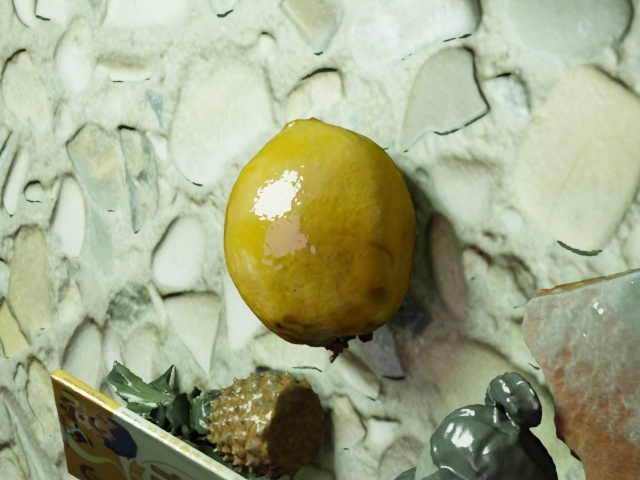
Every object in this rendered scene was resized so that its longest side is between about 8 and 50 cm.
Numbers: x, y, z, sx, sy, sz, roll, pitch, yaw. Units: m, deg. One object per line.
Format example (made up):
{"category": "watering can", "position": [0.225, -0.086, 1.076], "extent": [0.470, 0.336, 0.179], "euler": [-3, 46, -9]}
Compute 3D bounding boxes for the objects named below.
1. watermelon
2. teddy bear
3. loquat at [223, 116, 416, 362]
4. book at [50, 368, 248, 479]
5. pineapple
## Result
{"category": "watermelon", "position": [0.283, 0.141, 1.016], "extent": [0.302, 0.151, 0.264], "euler": [-13, 89, 44]}
{"category": "teddy bear", "position": [0.122, 0.239, 1.120], "extent": [0.144, 0.171, 0.251], "euler": [44, 149, 12]}
{"category": "loquat", "position": [0.000, 0.000, 1.252], "extent": [0.187, 0.176, 0.234], "euler": [-6, 91, 61]}
{"category": "book", "position": [-0.165, 0.267, 1.441], "extent": [0.295, 0.020, 0.208], "euler": [27, 143, 18]}
{"category": "pineapple", "position": [-0.120, 0.187, 1.442], "extent": [0.277, 0.130, 0.119], "euler": [0, 127, 41]}
